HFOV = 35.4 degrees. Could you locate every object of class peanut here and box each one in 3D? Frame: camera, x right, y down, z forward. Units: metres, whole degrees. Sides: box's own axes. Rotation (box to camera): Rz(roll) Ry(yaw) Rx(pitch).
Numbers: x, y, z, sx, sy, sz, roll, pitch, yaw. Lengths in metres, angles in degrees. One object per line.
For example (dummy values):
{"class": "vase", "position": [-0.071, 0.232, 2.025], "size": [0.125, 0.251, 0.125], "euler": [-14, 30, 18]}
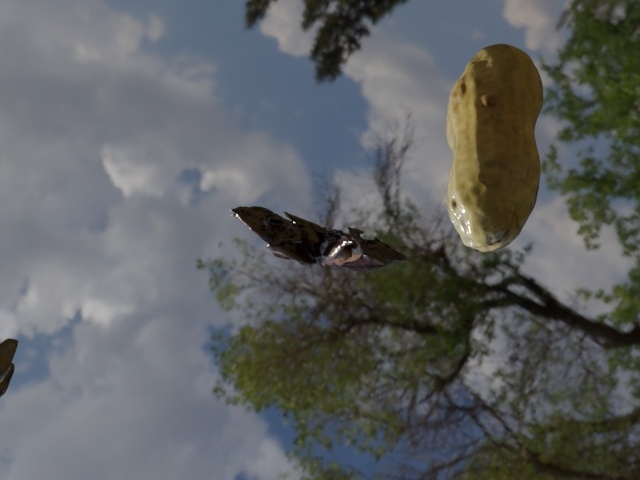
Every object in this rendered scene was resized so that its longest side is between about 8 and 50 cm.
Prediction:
{"class": "peanut", "position": [0.220, -0.121, 1.288], "size": [0.130, 0.130, 0.290], "euler": [17, -119, -18]}

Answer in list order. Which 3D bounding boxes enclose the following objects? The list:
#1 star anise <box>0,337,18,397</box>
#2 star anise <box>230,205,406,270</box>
{"class": "star anise", "position": [-0.182, 0.056, 0.383], "size": [0.141, 0.042, 0.141], "euler": [-2, 172, 0]}
{"class": "star anise", "position": [-0.001, 0.004, 1.114], "size": [0.212, 0.054, 0.157], "euler": [16, -176, -1]}
